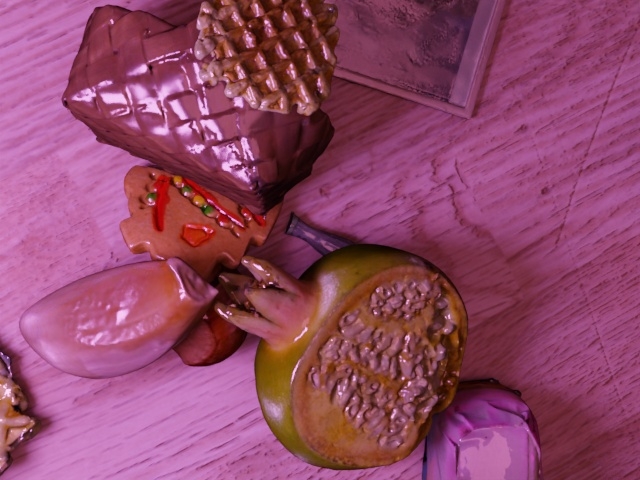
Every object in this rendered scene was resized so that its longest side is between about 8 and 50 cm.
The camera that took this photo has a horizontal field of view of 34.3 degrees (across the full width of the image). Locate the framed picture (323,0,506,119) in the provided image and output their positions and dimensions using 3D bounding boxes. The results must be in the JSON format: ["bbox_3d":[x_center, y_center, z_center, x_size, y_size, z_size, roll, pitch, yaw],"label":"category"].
[{"bbox_3d":[0.115,-0.309,1.474,0.281,0.019,0.209,14,92,-11],"label":"framed picture"}]

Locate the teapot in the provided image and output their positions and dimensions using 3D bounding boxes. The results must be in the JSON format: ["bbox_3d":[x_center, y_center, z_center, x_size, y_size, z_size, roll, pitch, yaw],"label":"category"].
[{"bbox_3d":[0.000,0.000,1.471,0.110,0.043,0.043,29,89,-7],"label":"teapot"}]

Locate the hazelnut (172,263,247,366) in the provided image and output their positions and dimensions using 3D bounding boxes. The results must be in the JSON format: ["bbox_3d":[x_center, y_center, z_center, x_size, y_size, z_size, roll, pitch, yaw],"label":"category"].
[{"bbox_3d":[-0.159,0.092,1.410,0.143,0.143,0.154,-28,107,-7],"label":"hazelnut"}]

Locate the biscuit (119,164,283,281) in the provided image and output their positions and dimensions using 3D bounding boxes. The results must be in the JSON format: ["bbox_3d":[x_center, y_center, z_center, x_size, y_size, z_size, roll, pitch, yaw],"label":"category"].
[{"bbox_3d":[-0.153,-0.033,1.391,0.238,0.041,0.212,-15,56,-27],"label":"biscuit"}]

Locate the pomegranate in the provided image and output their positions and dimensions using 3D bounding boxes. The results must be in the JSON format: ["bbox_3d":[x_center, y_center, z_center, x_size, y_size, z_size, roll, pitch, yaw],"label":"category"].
[{"bbox_3d":[0.012,0.128,1.384,0.358,0.216,0.310,32,90,-22],"label":"pomegranate"}]

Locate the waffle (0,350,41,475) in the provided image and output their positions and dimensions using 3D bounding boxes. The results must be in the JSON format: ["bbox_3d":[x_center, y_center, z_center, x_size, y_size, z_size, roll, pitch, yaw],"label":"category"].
[{"bbox_3d":[-0.552,0.220,1.375,0.297,0.073,0.317,-33,93,-12],"label":"waffle"}]

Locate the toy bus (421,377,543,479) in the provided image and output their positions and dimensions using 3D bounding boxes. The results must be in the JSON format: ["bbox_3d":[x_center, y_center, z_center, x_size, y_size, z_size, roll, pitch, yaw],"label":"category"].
[{"bbox_3d":[0.238,0.401,1.486,0.171,0.162,0.387,-1,95,-9],"label":"toy bus"}]

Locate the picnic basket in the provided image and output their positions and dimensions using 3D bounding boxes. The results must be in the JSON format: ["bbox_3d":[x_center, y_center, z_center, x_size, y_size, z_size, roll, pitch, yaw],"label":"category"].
[{"bbox_3d":[-0.122,-0.230,1.304,0.337,0.293,0.337,0,83,-1],"label":"picnic basket"}]

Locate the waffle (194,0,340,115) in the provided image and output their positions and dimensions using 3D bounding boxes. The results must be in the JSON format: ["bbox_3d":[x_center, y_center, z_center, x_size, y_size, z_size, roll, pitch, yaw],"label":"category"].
[{"bbox_3d":[-0.057,-0.230,1.160,0.169,0.036,0.184,14,70,-22],"label":"waffle"}]

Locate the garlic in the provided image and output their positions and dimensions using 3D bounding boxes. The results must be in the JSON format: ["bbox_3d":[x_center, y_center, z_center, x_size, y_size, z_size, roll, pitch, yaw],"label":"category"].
[{"bbox_3d":[-0.263,0.109,1.333,0.318,0.112,0.143,-22,110,26],"label":"garlic"}]
